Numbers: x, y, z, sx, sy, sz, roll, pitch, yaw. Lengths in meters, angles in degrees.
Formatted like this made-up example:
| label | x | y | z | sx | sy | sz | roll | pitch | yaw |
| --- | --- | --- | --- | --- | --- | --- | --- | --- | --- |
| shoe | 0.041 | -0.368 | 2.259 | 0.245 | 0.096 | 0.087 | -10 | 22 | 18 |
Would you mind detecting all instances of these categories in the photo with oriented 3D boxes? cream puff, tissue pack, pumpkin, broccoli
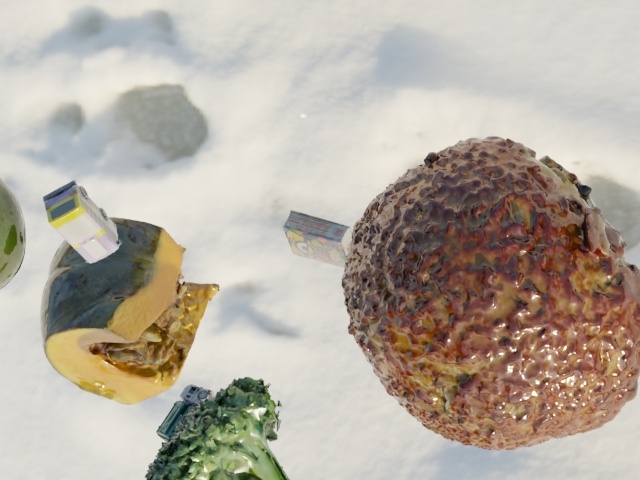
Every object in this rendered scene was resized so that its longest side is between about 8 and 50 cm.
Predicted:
| label | x | y | z | sx | sy | sz | roll | pitch | yaw |
| --- | --- | --- | --- | --- | --- | --- | --- | --- | --- |
| cream puff | 0.155 | 0.061 | 1.250 | 0.350 | 0.229 | 0.350 | 20 | 118 | 45 |
| tissue pack | 0.000 | 0.000 | 1.545 | 0.083 | 0.063 | 0.035 | 16 | 59 | 26 |
| pumpkin | -0.327 | 0.113 | 2.055 | 0.256 | 0.303 | 0.225 | -3 | 53 | 28 |
| broccoli | -0.059 | 0.231 | 1.099 | 0.194 | 0.219 | 0.194 | 12 | 121 | 21 |

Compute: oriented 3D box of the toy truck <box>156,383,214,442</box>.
| label | x | y | z | sx | sy | sz | roll | pitch | yaw |
| --- | --- | --- | --- | --- | --- | --- | --- | --- | --- |
| toy truck | -0.174 | 0.225 | 1.616 | 0.044 | 0.039 | 0.083 | 21 | 63 | 22 |

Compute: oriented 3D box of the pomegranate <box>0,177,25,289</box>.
| label | x | y | z | sx | sy | sz | roll | pitch | yaw |
| --- | --- | --- | --- | --- | --- | --- | --- | --- | --- |
| pomegranate | -0.363 | -0.004 | 1.167 | 0.191 | 0.152 | 0.131 | 14 | 121 | 57 |

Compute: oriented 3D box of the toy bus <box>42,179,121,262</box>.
| label | x | y | z | sx | sy | sz | roll | pitch | yaw |
| --- | --- | --- | --- | --- | --- | --- | --- | --- | --- |
| toy bus | -0.288 | -0.019 | 1.525 | 0.052 | 0.102 | 0.058 | -27 | 49 | 7 |
